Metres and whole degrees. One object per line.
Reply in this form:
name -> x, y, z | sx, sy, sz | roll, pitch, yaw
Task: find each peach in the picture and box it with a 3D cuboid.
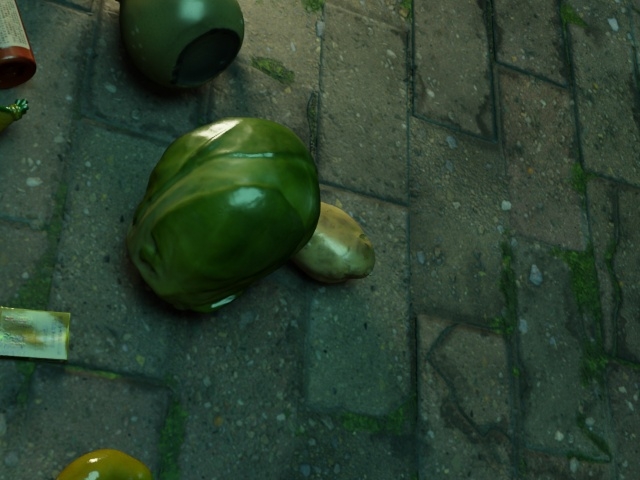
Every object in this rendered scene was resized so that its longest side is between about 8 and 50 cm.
peach -> -0.337, 0.419, 1.488 | 0.179, 0.103, 0.179 | 14, 59, -25

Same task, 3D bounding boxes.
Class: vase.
vase -> -0.284, -0.464, 1.910 | 0.302, 0.241, 0.329 | 52, 24, 19

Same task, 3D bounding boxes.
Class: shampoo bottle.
shampoo bottle -> -0.617, -0.427, 1.754 | 0.104, 0.104, 0.278 | -11, 72, -32

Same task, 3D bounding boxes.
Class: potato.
potato -> -0.002, 0.003, 1.874 | 0.235, 0.128, 0.161 | 24, 41, -11

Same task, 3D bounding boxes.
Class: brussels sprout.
brussels sprout -> -0.170, -0.053, 1.671 | 0.371, 0.315, 0.275 | -34, 76, -9

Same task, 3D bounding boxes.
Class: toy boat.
toy boat -> -0.635, -0.254, 1.665 | 0.230, 0.089, 0.088 | 22, 72, -5

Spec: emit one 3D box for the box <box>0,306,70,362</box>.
box -> -0.501, 0.157, 1.577 | 0.156, 0.022, 0.089 | 10, 62, -25
